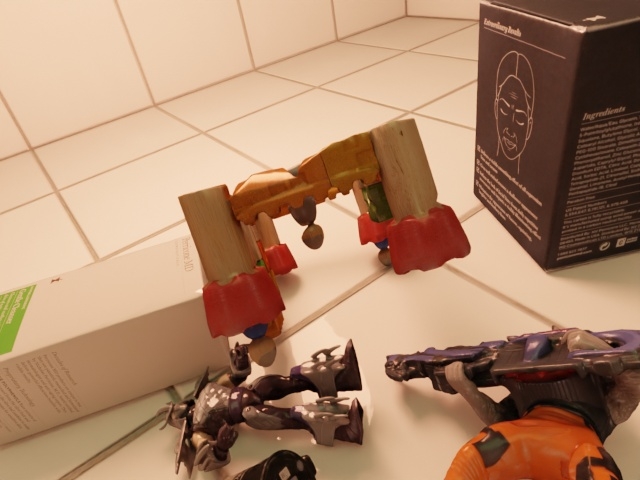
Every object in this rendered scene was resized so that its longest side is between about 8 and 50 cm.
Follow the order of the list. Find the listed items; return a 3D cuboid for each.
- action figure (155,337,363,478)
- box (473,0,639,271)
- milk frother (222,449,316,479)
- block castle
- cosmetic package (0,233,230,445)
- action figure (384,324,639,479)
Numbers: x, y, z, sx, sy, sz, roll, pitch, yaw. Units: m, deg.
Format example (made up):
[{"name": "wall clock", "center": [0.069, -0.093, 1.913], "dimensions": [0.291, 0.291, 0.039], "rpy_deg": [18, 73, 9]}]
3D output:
[{"name": "action figure", "center": [-0.087, 0.214, 0.615], "dimensions": [0.284, 0.099, 0.185], "rpy_deg": [-10, 40, 8]}, {"name": "box", "center": [0.424, -0.202, 0.791], "dimensions": [0.211, 0.396, 0.294], "rpy_deg": [-13, 36, -2]}, {"name": "milk frother", "center": [-0.052, 0.310, 0.480], "dimensions": [0.134, 0.129, 0.143], "rpy_deg": [-35, 60, 26]}, {"name": "block castle", "center": [0.000, 0.000, 0.675], "dimensions": [0.302, 0.213, 0.453], "rpy_deg": [-19, 4, 1]}, {"name": "cosmetic package", "center": [-0.343, 0.144, 0.731], "dimensions": [0.365, 0.155, 0.197], "rpy_deg": [-19, 33, -10]}, {"name": "action figure", "center": [0.215, 0.218, 0.525], "dimensions": [0.341, 0.179, 0.330], "rpy_deg": [-15, 17, 46]}]
